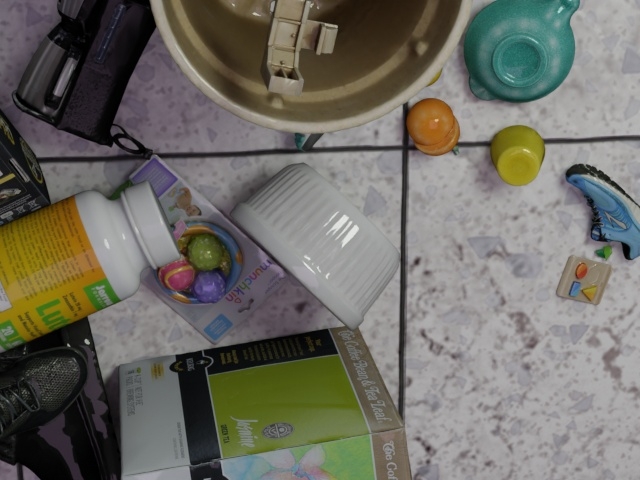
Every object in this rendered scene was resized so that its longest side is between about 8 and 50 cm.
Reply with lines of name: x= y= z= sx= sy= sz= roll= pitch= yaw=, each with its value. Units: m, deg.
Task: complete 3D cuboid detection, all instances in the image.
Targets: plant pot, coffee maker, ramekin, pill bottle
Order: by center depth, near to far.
plant pot: x=-0.028 y=-0.313 z=1.649 sx=0.333 sy=0.305 sz=0.334 roll=-3 pitch=108 yaw=-8
coffee maker: x=-0.249 y=-0.212 z=1.763 sx=0.171 sy=0.120 sz=0.178 roll=17 pitch=107 yaw=-37
pill bottle: x=-0.294 y=0.024 z=1.765 sx=0.245 sy=0.136 sz=0.136 roll=-23 pitch=110 yaw=-2
ramekin: x=0.000 y=0.000 z=1.816 sx=0.109 sy=0.207 sz=0.207 roll=-47 pitch=108 yaw=-3

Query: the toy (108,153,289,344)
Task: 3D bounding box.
toy: x=-0.167 y=0.022 z=1.867 sx=0.137 sy=0.056 sz=0.237 roll=-42 pitch=107 yaw=15

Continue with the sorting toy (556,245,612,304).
sorting toy: x=0.349 y=0.041 z=1.975 sx=0.062 sy=0.012 sz=0.083 roll=15 pitch=106 yaw=-12

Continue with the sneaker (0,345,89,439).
sneaker: x=-0.367 y=0.196 z=1.739 sx=0.227 sy=0.130 sz=0.087 roll=-23 pitch=97 yaw=-12

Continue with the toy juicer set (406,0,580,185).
toy juicer set: x=0.205 y=-0.238 z=1.830 sx=0.209 sy=0.089 sz=0.329 roll=14 pitch=114 yaw=1

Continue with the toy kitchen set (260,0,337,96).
toy kitchen set: x=-0.015 y=-0.190 z=1.488 sx=0.068 sy=0.075 sz=0.083 roll=9 pitch=111 yaw=-12

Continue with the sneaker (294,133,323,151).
sneaker: x=0.033 y=-0.170 z=1.836 sx=0.076 sy=0.065 sz=0.166 roll=31 pitch=103 yaw=-20

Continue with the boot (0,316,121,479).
boot: x=-0.383 y=0.261 z=1.870 sx=0.260 sy=0.131 sz=0.348 roll=-13 pitch=95 yaw=-10

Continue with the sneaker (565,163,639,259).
sneaker: x=0.366 y=-0.032 z=1.929 sx=0.162 sy=0.063 sz=0.073 roll=41 pitch=102 yaw=-18

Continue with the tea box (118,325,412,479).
tea box: x=-0.069 y=0.277 z=1.824 sx=0.323 sy=0.329 sz=0.220 roll=-10 pitch=109 yaw=-4

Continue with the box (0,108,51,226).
box: x=-0.538 y=-0.057 z=1.678 sx=0.394 sy=0.097 sz=0.318 roll=-24 pitch=153 yaw=1
